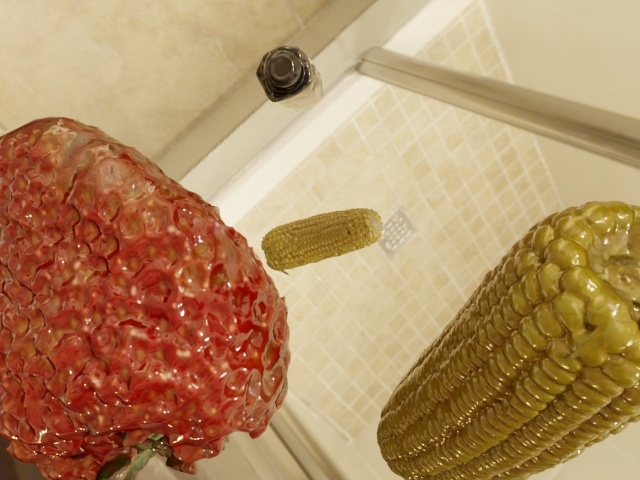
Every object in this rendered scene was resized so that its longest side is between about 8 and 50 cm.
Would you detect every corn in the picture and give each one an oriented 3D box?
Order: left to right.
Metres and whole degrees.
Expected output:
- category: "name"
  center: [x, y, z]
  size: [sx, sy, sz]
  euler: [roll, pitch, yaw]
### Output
- category: "corn"
  center: [-0.003, -0.004, 1.222]
  size: [0.091, 0.260, 0.091]
  euler: [52, 40, -33]
- category: "corn"
  center: [0.137, 0.106, 0.478]
  size: [0.131, 0.131, 0.344]
  euler: [-20, 155, -25]

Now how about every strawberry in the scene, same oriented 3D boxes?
- category: "strawberry"
  center: [-0.189, 0.045, 0.608]
  size: [0.351, 0.312, 0.267]
  euler: [63, 28, -7]

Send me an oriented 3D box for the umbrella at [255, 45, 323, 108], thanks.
- category: "umbrella"
  center: [-0.036, -0.216, 0.877]
  size: [0.073, 0.337, 0.067]
  euler: [-33, 96, 8]
